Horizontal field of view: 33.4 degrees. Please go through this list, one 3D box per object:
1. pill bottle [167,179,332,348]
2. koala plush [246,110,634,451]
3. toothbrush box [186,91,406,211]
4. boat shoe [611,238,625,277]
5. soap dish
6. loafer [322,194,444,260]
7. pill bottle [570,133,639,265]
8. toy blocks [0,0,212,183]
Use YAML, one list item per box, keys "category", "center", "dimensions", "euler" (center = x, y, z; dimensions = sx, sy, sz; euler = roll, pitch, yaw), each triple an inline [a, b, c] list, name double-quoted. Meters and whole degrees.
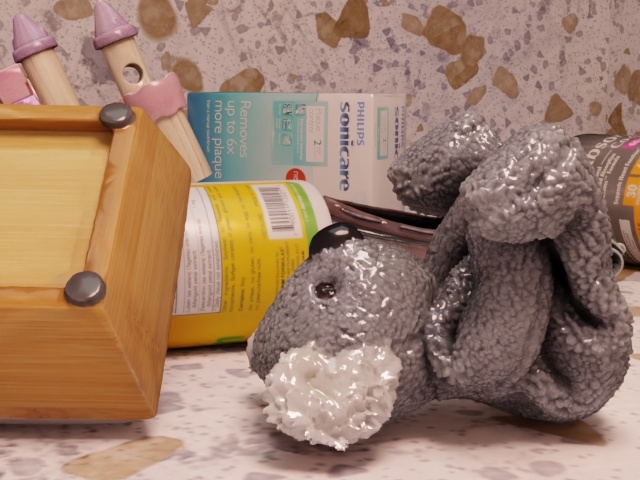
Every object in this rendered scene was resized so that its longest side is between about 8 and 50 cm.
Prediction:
- category: "pill bottle"
  center: [-0.122, 0.021, 0.883]
  dimensions: [0.245, 0.136, 0.136]
  euler: [-3, 8, -21]
- category: "koala plush"
  center: [0.058, 0.052, 0.667]
  dimensions: [0.221, 0.203, 0.196]
  euler: [-23, 12, -9]
- category: "toothbrush box"
  center: [-0.034, -0.102, 1.514]
  dimensions: [0.295, 0.216, 0.126]
  euler: [5, 10, 25]
- category: "boat shoe"
  center: [0.282, 0.025, 1.142]
  dimensions: [0.081, 0.079, 0.227]
  euler: [13, 17, 21]
- category: "soap dish"
  center: [-0.241, 0.007, 0.705]
  dimensions: [0.290, 0.118, 0.229]
  euler: [1, 46, 0]
- category: "loafer"
  center: [0.136, -0.007, 1.250]
  dimensions: [0.302, 0.095, 0.109]
  euler: [-2, 7, -14]
- category: "pill bottle"
  center: [0.376, -0.054, 1.368]
  dimensions: [0.162, 0.162, 0.278]
  euler: [-5, 9, -33]
- category: "toy blocks"
  center: [-0.318, -0.140, 1.262]
  dimensions: [0.288, 0.260, 0.309]
  euler: [-27, 10, -10]
